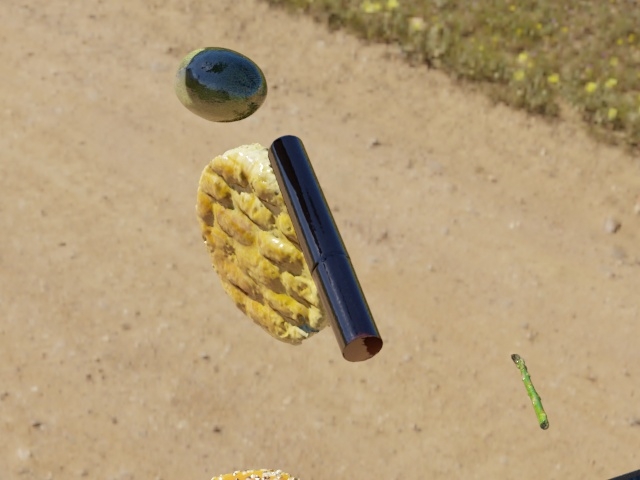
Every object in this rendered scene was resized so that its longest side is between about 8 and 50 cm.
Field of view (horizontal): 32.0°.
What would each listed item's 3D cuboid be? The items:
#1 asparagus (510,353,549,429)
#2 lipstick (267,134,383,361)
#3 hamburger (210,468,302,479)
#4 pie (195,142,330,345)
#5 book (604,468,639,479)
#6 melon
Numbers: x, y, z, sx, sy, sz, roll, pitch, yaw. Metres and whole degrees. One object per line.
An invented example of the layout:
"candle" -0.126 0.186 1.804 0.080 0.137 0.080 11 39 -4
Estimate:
"asparagus" 0.249 0.175 1.322 0.016 0.016 0.163 28 20 -15
"lipstick" 0.000 0.000 1.438 0.057 0.057 0.357 -9 50 -14
"hamburger" -0.128 0.504 1.854 0.300 0.176 0.300 -11 27 6
"pie" -0.081 0.005 1.725 0.083 0.340 0.339 -30 47 -32
"book" 0.379 0.452 1.458 0.373 0.028 0.263 -14 62 -12
"melon" -0.133 -0.206 1.486 0.099 0.099 0.162 -25 28 -32
